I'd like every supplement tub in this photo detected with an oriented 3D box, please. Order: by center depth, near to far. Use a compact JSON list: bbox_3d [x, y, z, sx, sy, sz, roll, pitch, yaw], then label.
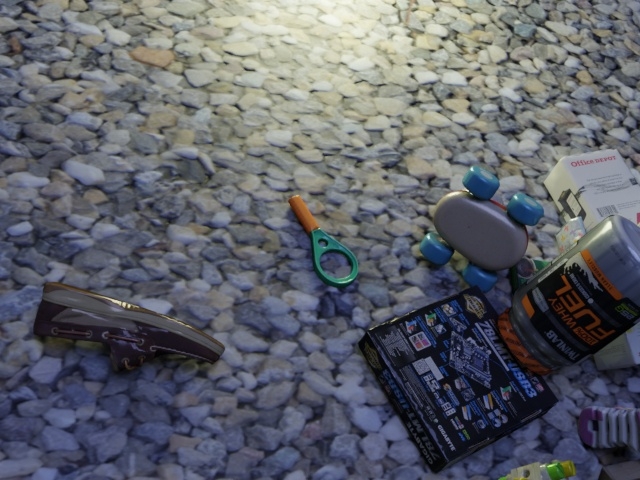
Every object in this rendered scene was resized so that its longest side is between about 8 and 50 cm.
[{"bbox_3d":[0.511,0.114,1.694,0.194,0.316,0.193,34,28,-22],"label":"supplement tub"}]

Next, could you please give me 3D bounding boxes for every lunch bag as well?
[{"bbox_3d":[0.578,-0.004,1.980,0.053,0.083,0.071,3,56,-15],"label":"lunch bag"}]

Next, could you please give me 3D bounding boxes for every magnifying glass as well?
[{"bbox_3d":[0.000,0.000,1.842,0.092,0.026,0.231,-21,64,-27],"label":"magnifying glass"}]

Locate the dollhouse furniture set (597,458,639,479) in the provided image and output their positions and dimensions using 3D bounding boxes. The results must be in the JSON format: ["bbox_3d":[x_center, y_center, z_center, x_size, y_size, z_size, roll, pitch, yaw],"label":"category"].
[{"bbox_3d":[0.635,0.514,1.577,0.161,0.212,0.242,-6,32,-19],"label":"dollhouse furniture set"}]

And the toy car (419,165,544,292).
[{"bbox_3d":[0.361,-0.048,1.909,0.210,0.219,0.238,32,26,6],"label":"toy car"}]

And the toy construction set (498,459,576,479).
[{"bbox_3d":[0.400,0.517,1.487,0.215,0.151,0.327,39,24,-38],"label":"toy construction set"}]

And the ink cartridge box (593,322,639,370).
[{"bbox_3d":[0.640,0.171,1.826,0.128,0.127,0.176,-10,79,-23],"label":"ink cartridge box"}]

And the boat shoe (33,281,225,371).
[{"bbox_3d":[-0.348,0.179,1.580,0.342,0.123,0.123,19,84,-10],"label":"boat shoe"}]

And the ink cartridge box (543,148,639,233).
[{"bbox_3d":[0.663,-0.086,2.050,0.172,0.100,0.237,-11,62,-23],"label":"ink cartridge box"}]

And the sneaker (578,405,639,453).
[{"bbox_3d":[0.621,0.364,1.681,0.105,0.236,0.095,3,88,-34],"label":"sneaker"}]

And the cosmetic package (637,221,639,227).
[{"bbox_3d":[0.892,0.074,1.870,0.394,0.329,0.327,-12,61,-23],"label":"cosmetic package"}]

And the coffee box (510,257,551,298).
[{"bbox_3d":[0.510,0.101,1.915,0.184,0.040,0.113,10,55,-10],"label":"coffee box"}]

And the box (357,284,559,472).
[{"bbox_3d":[0.270,0.261,1.717,0.294,0.073,0.295,-19,65,-30],"label":"box"}]
